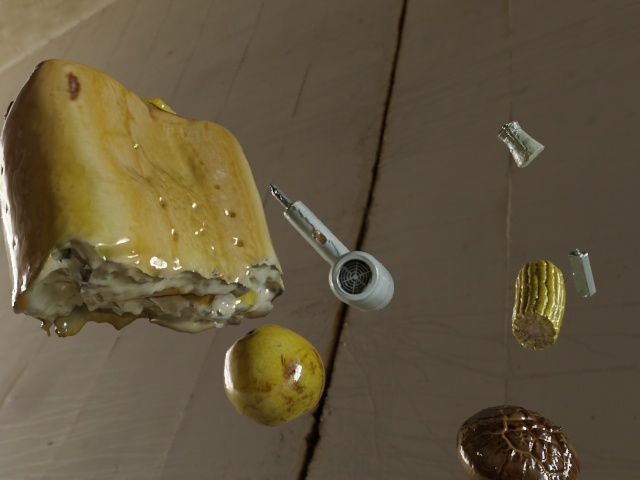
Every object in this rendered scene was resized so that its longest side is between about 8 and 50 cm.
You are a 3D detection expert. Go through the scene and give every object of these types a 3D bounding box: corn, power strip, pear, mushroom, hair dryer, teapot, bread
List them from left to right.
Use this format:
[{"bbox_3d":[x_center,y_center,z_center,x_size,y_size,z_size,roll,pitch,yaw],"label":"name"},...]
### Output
[{"bbox_3d":[-0.268,-0.049,0.864,0.250,0.361,0.394,-39,-120,27],"label":"bread"},{"bbox_3d":[-0.126,0.361,1.657,0.280,0.281,0.281,-24,-141,21],"label":"pear"},{"bbox_3d":[0.000,0.000,1.273,0.107,0.173,0.357,-45,-109,1],"label":"hair dryer"},{"bbox_3d":[0.361,-0.180,1.125,0.057,0.067,0.083,-42,-105,19],"label":"teapot"},{"bbox_3d":[0.197,0.213,0.612,0.109,0.126,0.085,56,-49,18],"label":"mushroom"},{"bbox_3d":[0.418,0.115,1.173,0.093,0.093,0.244,-19,-165,26],"label":"corn"},{"bbox_3d":[0.389,0.047,0.917,0.017,0.083,0.027,-31,-155,-21],"label":"power strip"}]
